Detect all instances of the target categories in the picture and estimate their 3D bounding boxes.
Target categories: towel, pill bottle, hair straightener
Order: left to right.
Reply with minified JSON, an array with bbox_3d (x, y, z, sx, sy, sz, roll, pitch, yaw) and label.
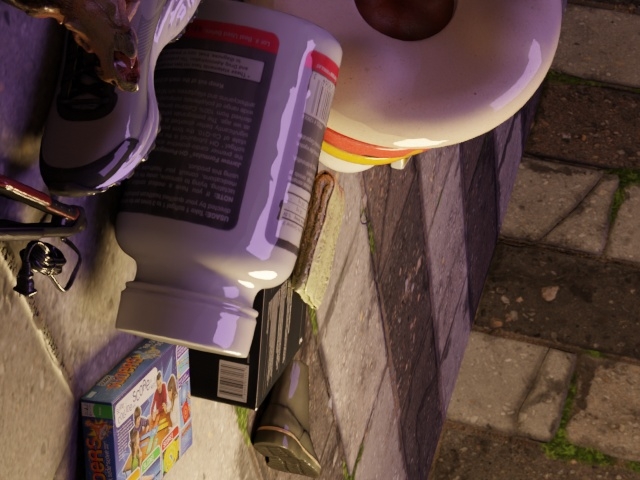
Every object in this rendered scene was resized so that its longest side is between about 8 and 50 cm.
[{"bbox_3d":[-0.242,0.002,1.387,0.230,0.047,0.089,35,68,-79],"label":"hair straightener"},{"bbox_3d":[-0.096,-0.056,1.617,0.176,0.176,0.318,37,65,-74],"label":"pill bottle"},{"bbox_3d":[0.000,0.000,1.938,0.110,0.027,0.148,48,54,-75],"label":"towel"}]

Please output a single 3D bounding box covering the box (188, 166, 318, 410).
[{"bbox_3d":[-0.079,0.029,1.900,0.184,0.103,0.261,-47,145,-63],"label":"box"}]

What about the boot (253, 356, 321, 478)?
[{"bbox_3d":[-0.030,0.243,2.334,0.198,0.077,0.137,70,29,-66],"label":"boot"}]

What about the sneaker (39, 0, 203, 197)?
[{"bbox_3d":[-0.180,-0.158,1.408,0.108,0.100,0.271,53,45,-53],"label":"sneaker"}]

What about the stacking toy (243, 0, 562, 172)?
[{"bbox_3d":[0.072,-0.203,2.027,0.480,0.350,0.351,108,-1,-71],"label":"stacking toy"}]

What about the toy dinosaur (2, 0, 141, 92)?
[{"bbox_3d":[-0.176,-0.270,1.271,0.200,0.127,0.296,95,1,-52],"label":"toy dinosaur"}]

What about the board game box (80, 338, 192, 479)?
[{"bbox_3d":[-0.183,0.185,1.725,0.201,0.035,0.136,-45,137,-65],"label":"board game box"}]

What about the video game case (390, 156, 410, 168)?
[{"bbox_3d":[0.160,-0.254,2.769,0.227,0.026,0.206,-57,154,-58],"label":"video game case"}]
